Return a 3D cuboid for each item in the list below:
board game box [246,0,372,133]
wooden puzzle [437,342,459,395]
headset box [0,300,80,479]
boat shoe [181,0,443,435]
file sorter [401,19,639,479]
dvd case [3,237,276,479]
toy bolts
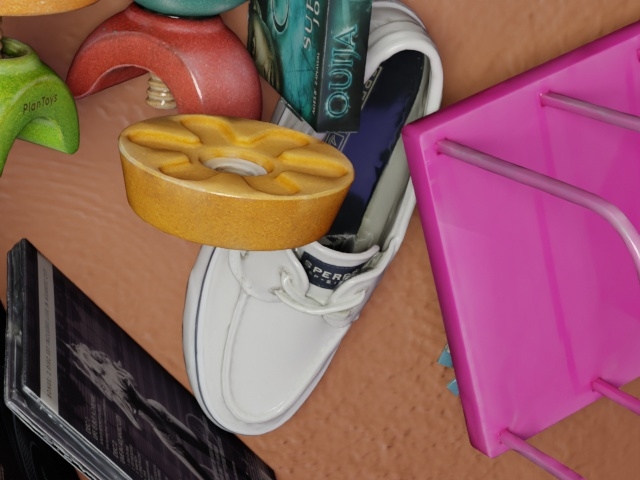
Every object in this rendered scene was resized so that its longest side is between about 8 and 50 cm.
[{"bbox_3d":[-0.003,-0.160,0.745,0.026,0.126,0.186,-2,113,-19],"label":"board game box"},{"bbox_3d":[0.104,0.061,0.933,0.049,0.006,0.083,21,106,-21],"label":"wooden puzzle"},{"bbox_3d":[-0.208,0.108,0.743,0.131,0.246,0.283,-20,115,-4],"label":"headset box"},{"bbox_3d":[0.000,0.000,0.835,0.096,0.088,0.267,20,106,-21],"label":"boat shoe"},{"bbox_3d":[0.228,-0.003,0.798,0.291,0.182,0.202,-25,117,-21],"label":"file sorter"},{"bbox_3d":[-0.087,0.109,0.817,0.018,0.164,0.221,-39,116,8],"label":"dvd case"},{"bbox_3d":[-0.068,-0.114,0.682,0.218,0.228,0.158,15,112,13],"label":"toy bolts"}]
